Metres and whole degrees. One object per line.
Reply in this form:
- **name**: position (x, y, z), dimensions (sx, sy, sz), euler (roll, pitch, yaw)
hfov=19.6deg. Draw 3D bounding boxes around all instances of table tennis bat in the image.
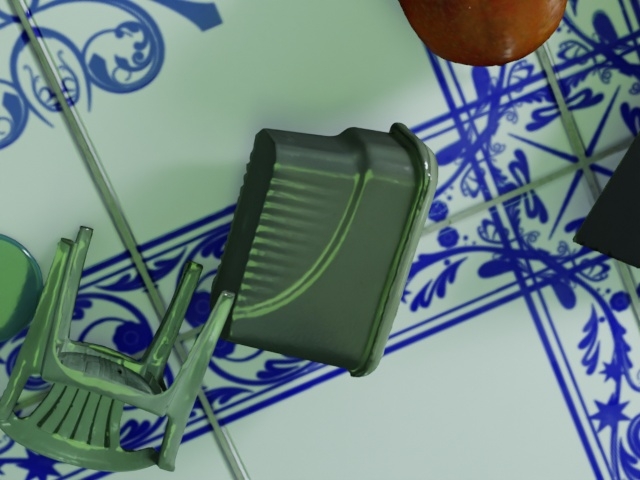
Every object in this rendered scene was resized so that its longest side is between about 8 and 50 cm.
- **table tennis bat**: position (-0.389, 0.082, 2.025), dimensions (0.124, 0.033, 0.201), euler (35, 97, -14)

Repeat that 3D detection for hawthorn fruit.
- **hawthorn fruit**: position (0.172, -0.263, 1.927), dimensions (0.196, 0.196, 0.225), euler (-18, 133, -1)

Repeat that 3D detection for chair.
- **chair**: position (-0.232, 0.138, 1.997), dimensions (0.203, 0.190, 0.275), euler (21, 96, -12)

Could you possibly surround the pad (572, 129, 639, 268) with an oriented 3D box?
- **pad**: position (0.453, -0.120, 2.034), dimensions (0.247, 0.007, 0.368), euler (21, 104, -36)

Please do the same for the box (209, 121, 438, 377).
- **box**: position (0.000, 0.000, 1.980), dimensions (0.178, 0.138, 0.274), euler (10, 105, -20)
